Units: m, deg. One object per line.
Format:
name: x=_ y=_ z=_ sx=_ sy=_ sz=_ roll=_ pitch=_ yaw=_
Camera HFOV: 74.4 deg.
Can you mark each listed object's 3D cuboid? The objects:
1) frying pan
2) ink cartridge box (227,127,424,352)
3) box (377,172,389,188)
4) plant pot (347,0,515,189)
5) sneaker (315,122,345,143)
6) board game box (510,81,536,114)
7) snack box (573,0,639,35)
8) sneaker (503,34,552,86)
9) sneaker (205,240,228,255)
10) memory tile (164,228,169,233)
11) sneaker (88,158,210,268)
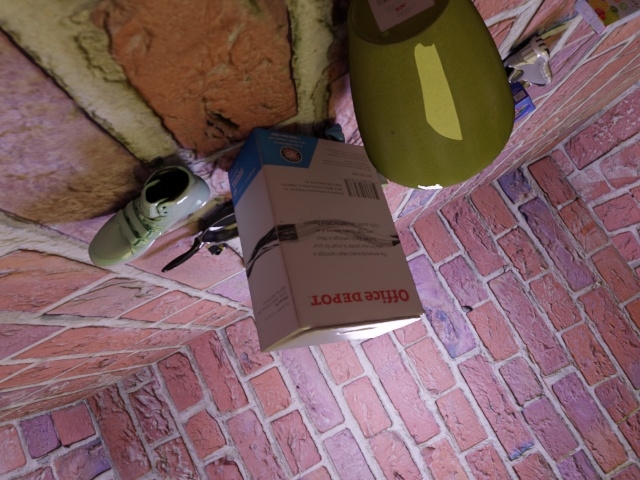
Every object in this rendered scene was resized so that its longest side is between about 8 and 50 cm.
frying pan: x=-0.272 y=-0.018 z=1.143 sx=0.326 sy=0.053 sz=0.197 roll=-33 pitch=167 yaw=30
ink cartridge box: x=0.000 y=0.000 z=0.842 sx=0.285 sy=0.395 sz=0.166 roll=1 pitch=153 yaw=-34
box: x=0.057 y=-0.135 z=1.417 sx=0.322 sy=0.058 sz=0.232 roll=-18 pitch=165 yaw=-48
plant pot: x=0.153 y=-0.261 z=0.657 sx=0.275 sy=0.275 sz=0.293 roll=-31 pitch=153 yaw=13
sneaker: x=0.010 y=-0.210 z=0.976 sx=0.078 sy=0.067 sz=0.188 roll=-11 pitch=166 yaw=-6
board game box: x=0.535 y=-0.383 z=1.429 sx=0.347 sy=0.078 sz=0.233 roll=-35 pitch=167 yaw=30
snack box: x=0.680 y=-0.550 z=0.976 sx=0.141 sy=0.100 sz=0.037 roll=-27 pitch=168 yaw=-6
sneaker: x=0.545 y=-0.457 z=1.146 sx=0.132 sy=0.086 sz=0.229 roll=-29 pitch=160 yaw=26
sneaker: x=-0.272 y=0.024 z=1.123 sx=0.031 sy=0.035 sz=0.083 roll=-34 pitch=168 yaw=23
memory tile: x=-0.381 y=-0.030 z=0.914 sx=0.113 sy=0.012 sz=0.148 roll=-23 pitch=167 yaw=-28
sneaker: x=-0.324 y=-0.048 z=0.749 sx=0.256 sy=0.094 sz=0.151 roll=-38 pitch=176 yaw=-7
